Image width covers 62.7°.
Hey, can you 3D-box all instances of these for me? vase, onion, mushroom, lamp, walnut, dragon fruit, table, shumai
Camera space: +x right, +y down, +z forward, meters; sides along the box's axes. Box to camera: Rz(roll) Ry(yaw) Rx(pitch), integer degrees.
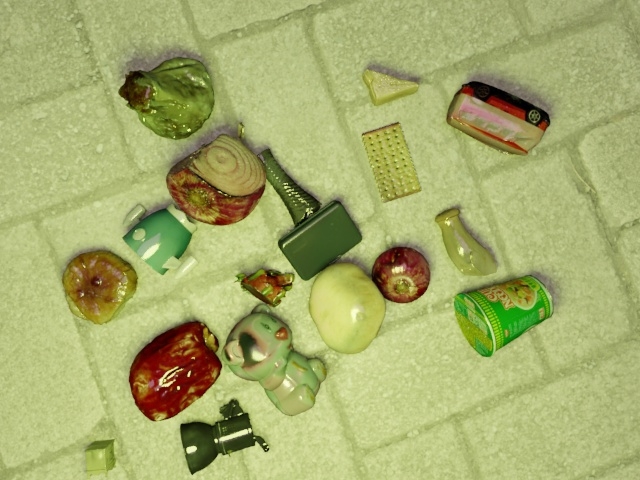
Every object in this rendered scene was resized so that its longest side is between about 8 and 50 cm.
[{"bbox_3d":[-0.110,-0.164,1.589,0.115,0.115,0.237,-41,86,-4],"label":"vase"},{"bbox_3d":[-0.305,-0.157,1.519,0.256,0.272,0.230,54,130,7],"label":"onion"},{"bbox_3d":[0.241,0.103,1.572,0.177,0.153,0.177,-1,98,-8],"label":"onion"},{"bbox_3d":[0.439,0.018,1.614,0.108,0.096,0.247,-35,86,21],"label":"mushroom"},{"bbox_3d":[-0.281,0.565,1.533,0.227,0.147,0.172,-15,65,-12],"label":"lamp"},{"bbox_3d":[-0.153,0.355,1.522,0.247,0.247,0.301,-32,103,34],"label":"lamp"},{"bbox_3d":[-0.398,0.381,1.499,0.269,0.222,0.244,-31,121,-9],"label":"walnut"},{"bbox_3d":[-0.162,0.137,1.569,0.175,0.138,0.142,-30,132,-33],"label":"dragon fruit"},{"bbox_3d":[-0.636,0.634,1.525,0.062,0.079,0.083,-4,89,-2],"label":"table"},{"bbox_3d":[0.097,0.194,1.530,0.234,0.253,0.260,1,91,-40],"label":"mushroom"},{"bbox_3d":[-0.428,-0.433,1.527,0.260,0.222,0.225,-44,88,-9],"label":"shumai"}]

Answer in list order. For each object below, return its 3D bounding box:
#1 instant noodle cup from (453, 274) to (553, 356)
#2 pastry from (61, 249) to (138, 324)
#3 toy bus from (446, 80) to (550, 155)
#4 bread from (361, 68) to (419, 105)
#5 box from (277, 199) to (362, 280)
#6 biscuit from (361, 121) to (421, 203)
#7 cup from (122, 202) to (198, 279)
[{"bbox_3d":[0.552,0.212,1.572,0.232,0.207,0.207,-21,88,-13],"label":"instant noodle cup"},{"bbox_3d":[-0.643,0.135,1.541,0.228,0.100,0.219,-17,88,-3],"label":"pastry"},{"bbox_3d":[0.544,-0.373,1.625,0.302,0.127,0.147,25,91,-3],"label":"toy bus"},{"bbox_3d":[0.219,-0.493,1.635,0.152,0.077,0.105,-19,89,-5],"label":"bread"},{"bbox_3d":[0.000,0.000,1.584,0.230,0.050,0.160,-36,114,-5],"label":"box"},{"bbox_3d":[0.220,-0.244,1.652,0.139,0.016,0.232,-18,88,-4],"label":"biscuit"},{"bbox_3d":[-0.456,-0.013,1.533,0.299,0.167,0.173,39,78,25],"label":"cup"}]
